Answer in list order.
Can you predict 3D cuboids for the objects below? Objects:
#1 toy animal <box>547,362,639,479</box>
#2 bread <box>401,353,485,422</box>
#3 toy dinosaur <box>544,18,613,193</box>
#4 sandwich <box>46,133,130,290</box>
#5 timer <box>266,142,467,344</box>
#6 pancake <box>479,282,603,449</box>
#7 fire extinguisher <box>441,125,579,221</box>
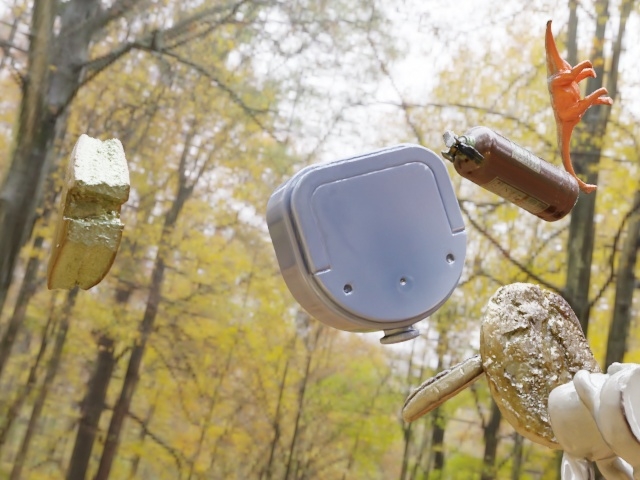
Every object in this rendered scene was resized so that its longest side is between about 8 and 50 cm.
[{"bbox_3d":[0.391,0.251,1.313,0.128,0.178,0.193,-4,-26,-27],"label":"toy animal"},{"bbox_3d":[0.245,0.279,1.938,0.214,0.053,0.073,-31,-16,-4],"label":"bread"},{"bbox_3d":[0.388,-0.204,1.509,0.101,0.279,0.055,-18,13,24],"label":"toy dinosaur"},{"bbox_3d":[-0.340,-0.041,1.479,0.090,0.244,0.088,12,-6,-26],"label":"sandwich"},{"bbox_3d":[0.100,0.018,1.941,0.395,0.394,0.173,18,-17,-20],"label":"timer"},{"bbox_3d":[0.442,0.245,1.981,0.356,0.356,0.065,22,-36,-30],"label":"pancake"},{"bbox_3d":[0.233,-0.088,1.253,0.231,0.071,0.099,23,17,-34],"label":"fire extinguisher"}]
